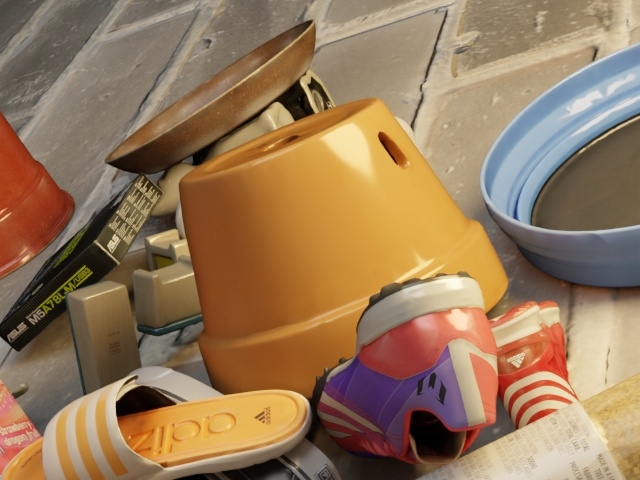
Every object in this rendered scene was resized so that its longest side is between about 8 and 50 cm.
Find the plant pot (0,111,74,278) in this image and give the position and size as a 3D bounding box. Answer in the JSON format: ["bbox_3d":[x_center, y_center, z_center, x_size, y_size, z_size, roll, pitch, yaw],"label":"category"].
[{"bbox_3d":[-0.512,-0.099,2.102,0.272,0.265,0.272,-21,25,10],"label":"plant pot"}]

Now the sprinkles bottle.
[{"bbox_3d":[0.164,0.184,1.095,0.355,0.121,0.121,-26,25,0],"label":"sprinkles bottle"}]

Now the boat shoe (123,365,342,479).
[{"bbox_3d":[-0.111,0.196,1.363,0.102,0.108,0.301,-39,35,-28],"label":"boat shoe"}]

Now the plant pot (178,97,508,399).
[{"bbox_3d":[0.000,0.000,1.424,0.291,0.203,0.291,-22,11,4],"label":"plant pot"}]

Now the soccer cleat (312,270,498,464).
[{"bbox_3d":[0.066,0.132,1.204,0.109,0.116,0.318,-10,-22,-14],"label":"soccer cleat"}]

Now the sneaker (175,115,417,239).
[{"bbox_3d":[-0.026,-0.045,1.729,0.293,0.108,0.169,-22,22,5],"label":"sneaker"}]

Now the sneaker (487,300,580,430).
[{"bbox_3d":[0.171,0.121,1.270,0.087,0.128,0.221,-23,-8,15],"label":"sneaker"}]

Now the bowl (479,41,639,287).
[{"bbox_3d":[0.347,-0.089,1.499,0.391,0.077,0.391,-21,26,10],"label":"bowl"}]

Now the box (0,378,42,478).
[{"bbox_3d":[-0.366,0.211,1.325,0.142,0.154,0.300,-40,-11,16],"label":"box"}]

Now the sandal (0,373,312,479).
[{"bbox_3d":[-0.142,0.147,1.279,0.265,0.076,0.102,-14,33,4],"label":"sandal"}]

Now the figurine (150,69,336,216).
[{"bbox_3d":[-0.103,-0.106,1.932,0.209,0.092,0.215,-24,14,25],"label":"figurine"}]

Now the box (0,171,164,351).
[{"bbox_3d":[-0.278,0.024,1.822,0.184,0.045,0.190,-42,12,27],"label":"box"}]

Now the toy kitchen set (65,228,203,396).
[{"bbox_3d":[-0.194,0.079,1.684,0.207,0.122,0.166,-18,17,-34],"label":"toy kitchen set"}]

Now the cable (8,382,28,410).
[{"bbox_3d":[-0.426,0.218,1.644,0.287,0.072,0.139,-18,21,17],"label":"cable"}]

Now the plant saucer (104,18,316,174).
[{"bbox_3d":[-0.125,-0.167,1.925,0.311,0.050,0.310,-31,12,7],"label":"plant saucer"}]
